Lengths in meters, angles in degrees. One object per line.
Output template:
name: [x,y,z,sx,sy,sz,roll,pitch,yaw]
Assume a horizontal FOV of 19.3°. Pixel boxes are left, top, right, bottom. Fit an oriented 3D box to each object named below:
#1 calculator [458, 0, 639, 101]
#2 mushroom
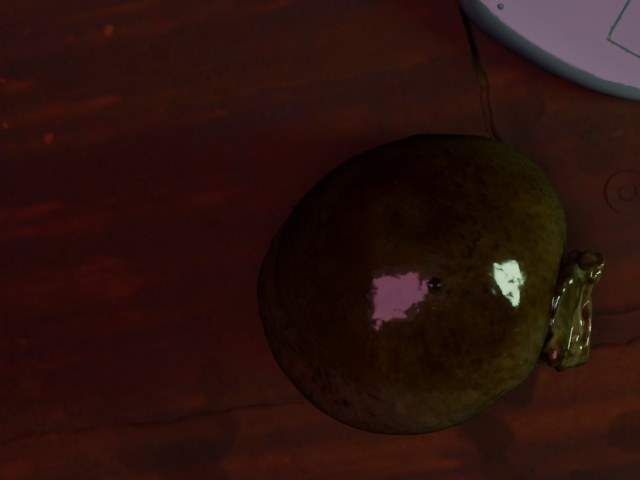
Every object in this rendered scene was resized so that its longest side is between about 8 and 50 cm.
calculator: [0.222,-0.232,1.596,0.299,0.041,0.185,31,102,3]
mushroom: [0.100,0.031,1.574,0.283,0.195,0.263,9,61,-14]
